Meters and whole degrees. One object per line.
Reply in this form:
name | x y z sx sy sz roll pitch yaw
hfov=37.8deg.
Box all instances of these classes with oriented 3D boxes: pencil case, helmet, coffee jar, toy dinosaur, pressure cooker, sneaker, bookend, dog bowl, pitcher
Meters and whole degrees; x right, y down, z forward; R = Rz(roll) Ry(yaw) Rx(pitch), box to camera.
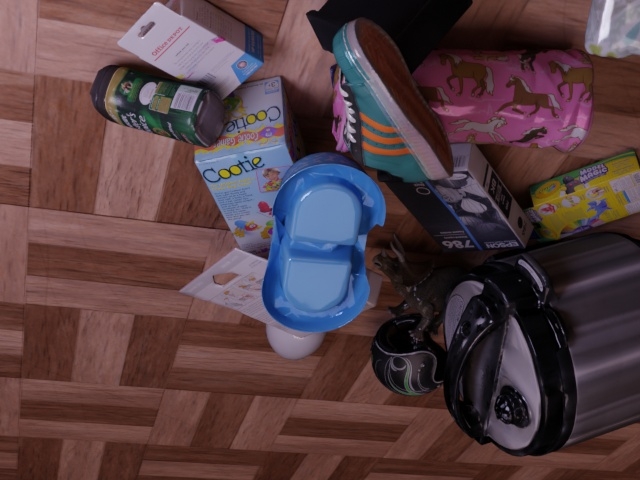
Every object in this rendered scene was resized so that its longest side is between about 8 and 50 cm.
pencil case | 0.209 -0.206 1.380 0.386 0.167 0.160 -1 106 -4
helmet | 0.196 0.259 2.031 0.169 0.169 0.161 -10 128 8
coffee jar | -0.238 -0.196 1.358 0.184 0.079 0.096 17 170 19
toy dinosaur | 0.235 0.104 1.842 0.314 0.121 0.160 11 120 -35
pressure cooker | 0.417 0.190 1.707 0.420 0.369 0.375 -15 178 -19
sneaker | 0.070 -0.160 1.213 0.121 0.108 0.302 -14 144 22
bookend | 0.093 -0.314 1.270 0.157 0.156 0.072 29 163 36
dog bowl | 0.000 0.000 1.411 0.166 0.074 0.297 5 122 -8
pitcher | -0.016 0.143 1.891 0.178 0.125 0.207 0 133 -16

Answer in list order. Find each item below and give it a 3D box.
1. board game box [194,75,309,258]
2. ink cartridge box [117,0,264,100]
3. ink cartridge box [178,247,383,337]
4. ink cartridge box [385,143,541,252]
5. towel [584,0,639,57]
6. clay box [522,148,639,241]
board game box | -0.092 -0.108 1.500 0.144 0.142 0.275 -10 145 7
ink cartridge box | -0.181 -0.282 1.315 0.181 0.061 0.104 25 136 -35
ink cartridge box | -0.076 0.074 1.628 0.261 0.066 0.296 24 155 -19
ink cartridge box | 0.255 -0.053 1.641 0.165 0.065 0.333 -4 150 34
towel | 0.525 -0.369 1.114 0.375 0.090 0.320 2 112 -7
clay box | 0.475 -0.075 1.678 0.222 0.053 0.127 -19 142 23
